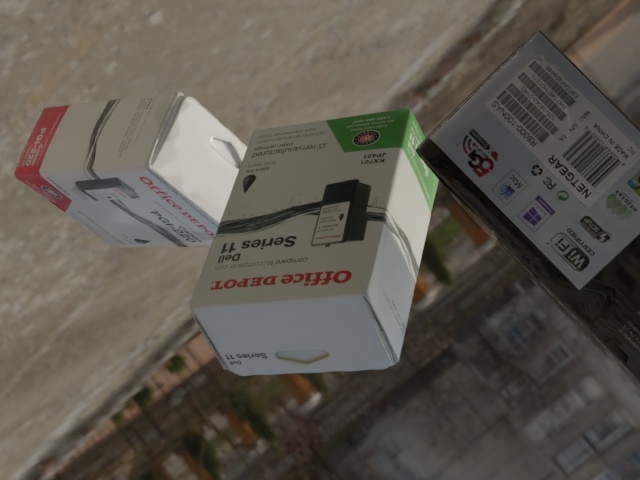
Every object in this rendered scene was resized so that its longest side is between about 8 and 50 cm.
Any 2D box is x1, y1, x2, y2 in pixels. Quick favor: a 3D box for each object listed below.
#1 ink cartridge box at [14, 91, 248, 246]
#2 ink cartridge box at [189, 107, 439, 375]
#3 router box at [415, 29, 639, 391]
[{"bbox_3d":[-0.178,-0.066,1.230,0.218,0.158,0.092,-2,-121,40],"label":"ink cartridge box"},{"bbox_3d":[0.000,0.000,0.976,0.153,0.087,0.208,-6,-135,23],"label":"ink cartridge box"},{"bbox_3d":[0.188,0.044,0.626,0.081,0.309,0.243,-44,173,6],"label":"router box"}]
